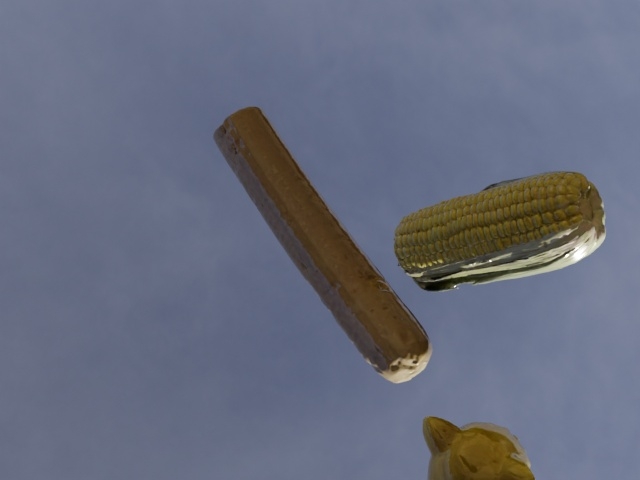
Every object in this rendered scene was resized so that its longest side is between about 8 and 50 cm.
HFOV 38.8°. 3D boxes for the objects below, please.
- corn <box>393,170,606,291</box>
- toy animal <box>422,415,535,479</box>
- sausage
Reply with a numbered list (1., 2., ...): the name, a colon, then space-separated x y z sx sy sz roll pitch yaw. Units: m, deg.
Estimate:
1. corn: 0.232 -0.010 1.218 0.122 0.305 0.123 -27 -79 -45
2. toy animal: 0.166 0.330 1.097 0.156 0.229 0.156 15 -164 -4
3. sausage: 0.000 0.001 0.828 0.066 0.065 0.301 -18 -116 -34
